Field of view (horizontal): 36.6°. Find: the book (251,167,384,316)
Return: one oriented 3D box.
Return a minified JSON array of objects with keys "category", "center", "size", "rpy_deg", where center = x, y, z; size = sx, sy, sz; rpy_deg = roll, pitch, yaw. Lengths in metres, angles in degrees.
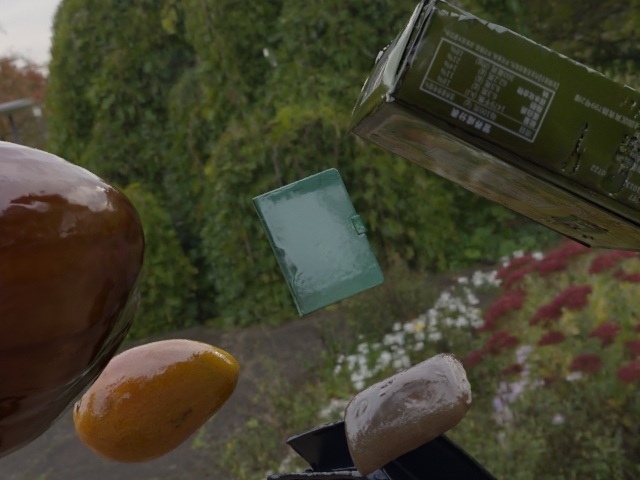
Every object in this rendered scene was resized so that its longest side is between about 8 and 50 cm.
[{"category":"book","center":[0.000,0.000,1.023],"size":[0.103,0.135,0.017],"rpy_deg":[-22,-8,-11]}]

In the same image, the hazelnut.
[{"category":"hazelnut","center":[-0.214,0.031,0.591],"size":[0.186,0.210,0.210],"rpy_deg":[22,13,1]}]

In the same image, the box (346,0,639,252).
[{"category":"box","center":[0.256,-0.126,1.214],"size":[0.420,0.138,0.373],"rpy_deg":[26,-2,-5]}]

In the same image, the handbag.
[{"category":"handbag","center":[0.112,0.376,1.344],"size":[0.329,0.303,0.122],"rpy_deg":[-28,26,54]}]

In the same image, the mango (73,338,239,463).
[{"category":"mango","center":[-0.202,0.198,1.217],"size":[0.217,0.141,0.102],"rpy_deg":[-20,-3,-14]}]

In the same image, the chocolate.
[{"category":"chocolate","center":[0.056,0.116,0.672],"size":[0.100,0.031,0.065],"rpy_deg":[-32,39,23]}]
